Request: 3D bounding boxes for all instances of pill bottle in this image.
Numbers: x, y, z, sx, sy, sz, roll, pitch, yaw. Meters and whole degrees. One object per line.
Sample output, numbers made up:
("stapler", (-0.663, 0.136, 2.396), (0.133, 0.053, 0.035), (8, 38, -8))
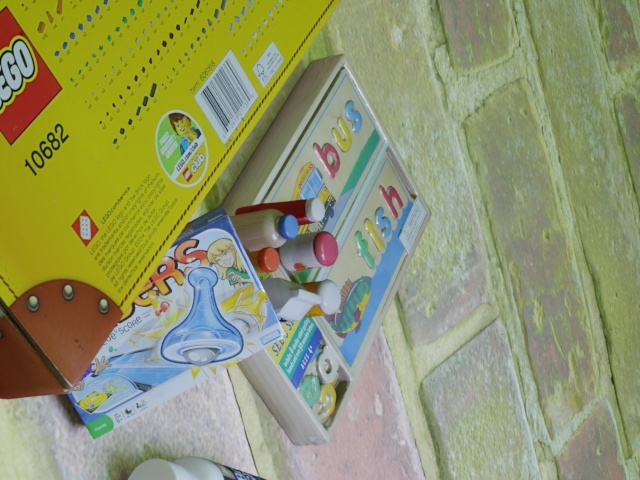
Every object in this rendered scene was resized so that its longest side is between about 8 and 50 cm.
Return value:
("pill bottle", (-0.110, 0.262, 1.188), (0.169, 0.094, 0.094), (31, 57, -49))

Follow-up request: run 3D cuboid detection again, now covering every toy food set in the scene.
("toy food set", (-0.031, 0.019, 1.261), (0.232, 0.104, 0.111), (23, 64, -51))

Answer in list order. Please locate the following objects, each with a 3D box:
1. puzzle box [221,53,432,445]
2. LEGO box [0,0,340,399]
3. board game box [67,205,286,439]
("puzzle box", (0.000, 0.000, 1.452), (0.272, 0.052, 0.409), (58, 40, -30))
("LEGO box", (-0.230, -0.120, 0.851), (0.193, 0.372, 0.500), (60, 39, -28))
("board game box", (-0.148, 0.074, 1.113), (0.201, 0.035, 0.136), (-28, 112, -8))
